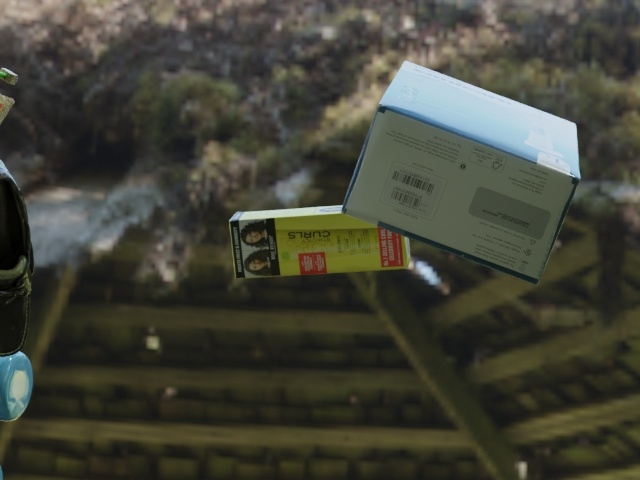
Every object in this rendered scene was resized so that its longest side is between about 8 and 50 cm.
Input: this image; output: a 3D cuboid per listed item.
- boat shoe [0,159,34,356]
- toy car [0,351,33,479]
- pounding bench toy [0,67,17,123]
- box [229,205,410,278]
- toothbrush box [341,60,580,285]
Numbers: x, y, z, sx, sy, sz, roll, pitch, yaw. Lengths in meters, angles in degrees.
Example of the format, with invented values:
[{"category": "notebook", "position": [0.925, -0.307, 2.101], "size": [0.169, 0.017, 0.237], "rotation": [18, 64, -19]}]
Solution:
[{"category": "boat shoe", "position": [-0.225, 0.017, 1.093], "size": [0.056, 0.152, 0.049], "rotation": [-18, 28, -26]}, {"category": "toy car", "position": [-0.400, 0.219, 1.668], "size": [0.219, 0.210, 0.238], "rotation": [6, -24, 16]}, {"category": "pounding bench toy", "position": [-0.371, -0.167, 1.729], "size": [0.052, 0.083, 0.065], "rotation": [21, -20, 24]}, {"category": "box", "position": [0.000, 0.000, 2.110], "size": [0.232, 0.087, 0.058], "rotation": [-3, 13, 8]}, {"category": "toothbrush box", "position": [0.157, -0.082, 1.708], "size": [0.216, 0.126, 0.295], "rotation": [20, 18, 2]}]
